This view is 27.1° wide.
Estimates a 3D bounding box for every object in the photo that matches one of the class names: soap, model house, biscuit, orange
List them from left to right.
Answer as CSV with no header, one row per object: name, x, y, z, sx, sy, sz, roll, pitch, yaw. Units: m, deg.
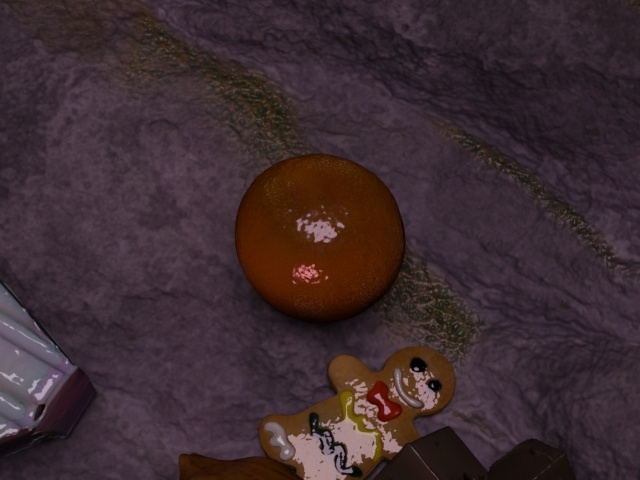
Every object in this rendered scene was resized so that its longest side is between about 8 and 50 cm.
soap,-0.481,0.107,1.456,0.446,0.156,0.261,27,69,10
orange,0.000,0.000,1.491,0.206,0.206,0.206,1,67,-1
biscuit,0.051,0.201,1.497,0.240,0.035,0.158,-36,75,-15
model house,0.170,0.282,1.350,0.204,0.243,0.211,-37,73,-15

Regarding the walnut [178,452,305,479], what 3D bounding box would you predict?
walnut,-0.044,0.339,1.351,0.209,0.209,0.336,-38,62,-16
